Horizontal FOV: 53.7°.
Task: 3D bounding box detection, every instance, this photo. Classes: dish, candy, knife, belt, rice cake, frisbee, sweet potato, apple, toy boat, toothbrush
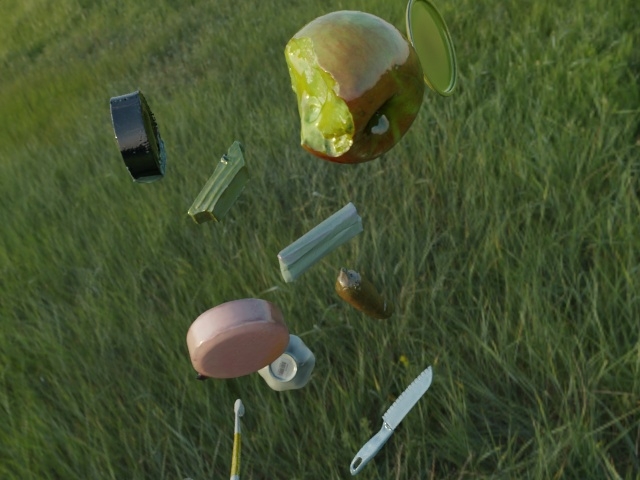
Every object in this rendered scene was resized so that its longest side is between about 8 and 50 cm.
[{"bbox_3d":[-0.113,0.390,1.976,0.190,0.191,0.066,-12,3,7],"label":"dish"},{"bbox_3d":[-0.203,0.242,1.523,0.255,0.255,0.094,-19,54,-4],"label":"candy"},{"bbox_3d":[0.154,0.395,1.380,0.313,0.019,0.044,-54,52,15],"label":"knife"},{"bbox_3d":[-0.401,-0.225,1.400,0.078,0.199,0.151,-14,14,-1],"label":"belt"},{"bbox_3d":[0.001,0.000,1.356,0.221,0.080,0.042,-35,46,-22],"label":"rice cake"},{"bbox_3d":[0.250,-0.434,1.414,0.017,0.236,0.236,-12,29,35],"label":"frisbee"},{"bbox_3d":[0.115,0.140,1.508,0.075,0.273,0.075,-15,58,27],"label":"sweet potato"},{"bbox_3d":[0.041,-0.255,1.049,0.246,0.246,0.226,-31,57,-22],"label":"apple"},{"bbox_3d":[-0.287,-0.166,1.903,0.084,0.111,0.276,27,76,15],"label":"toy boat"},{"bbox_3d":[-0.187,0.456,1.427,0.021,0.024,0.288,-30,22,8],"label":"toothbrush"}]

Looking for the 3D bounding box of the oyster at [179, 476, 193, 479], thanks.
[{"bbox_3d":[-0.336,0.642,1.651,0.051,0.093,0.034,-14,55,64],"label":"oyster"}]
